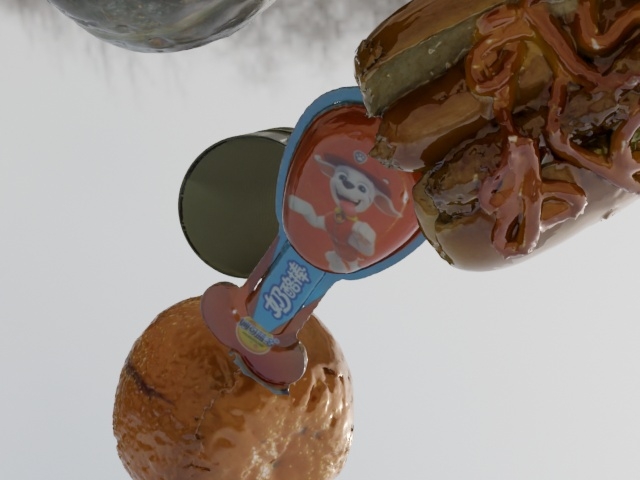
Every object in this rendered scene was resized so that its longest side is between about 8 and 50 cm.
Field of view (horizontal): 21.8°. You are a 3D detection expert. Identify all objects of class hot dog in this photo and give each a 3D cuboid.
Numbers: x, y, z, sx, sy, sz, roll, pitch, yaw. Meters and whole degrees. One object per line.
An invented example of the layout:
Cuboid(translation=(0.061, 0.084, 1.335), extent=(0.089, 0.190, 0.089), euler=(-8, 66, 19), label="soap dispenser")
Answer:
Cuboid(translation=(0.187, -0.110, 0.876), extent=(0.349, 0.158, 0.117), euler=(-28, -164, -3), label="hot dog")

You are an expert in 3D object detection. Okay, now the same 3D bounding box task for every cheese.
Cuboid(translation=(0.000, 0.000, 1.029), extent=(0.106, 0.256, 0.037), euler=(40, -142, 7), label="cheese")

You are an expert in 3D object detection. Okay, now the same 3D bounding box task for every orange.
Cuboid(translation=(-0.067, 0.126, 1.272), extent=(0.193, 0.193, 0.161), euler=(-21, -149, -29), label="orange")

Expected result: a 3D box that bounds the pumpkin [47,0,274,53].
Cuboid(translation=(-0.086, -0.204, 0.853), extent=(0.162, 0.219, 0.219), euler=(-24, -158, 14), label="pumpkin")

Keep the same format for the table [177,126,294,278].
Cuboid(translation=(-0.047, -0.037, 1.502), extent=(0.126, 0.126, 0.220), euler=(-2, -174, 7), label="table")
